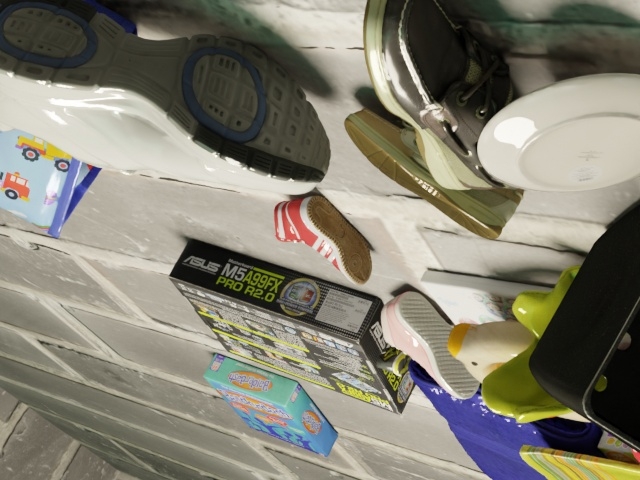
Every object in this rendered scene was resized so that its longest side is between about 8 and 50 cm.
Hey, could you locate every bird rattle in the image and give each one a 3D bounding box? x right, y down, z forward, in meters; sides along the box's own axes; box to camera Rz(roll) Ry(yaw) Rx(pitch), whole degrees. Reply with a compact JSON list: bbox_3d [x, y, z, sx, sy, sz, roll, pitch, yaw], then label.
[{"bbox_3d":[0.235,0.120,1.018,0.254,0.143,0.207,27,164,-39],"label":"bird rattle"}]

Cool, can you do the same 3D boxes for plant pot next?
[{"bbox_3d":[0.265,0.079,0.812,0.188,0.187,0.167,33,171,-12],"label":"plant pot"}]

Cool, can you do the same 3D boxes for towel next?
[{"bbox_3d":[0.318,0.241,1.091,0.237,0.021,0.102,3,156,41],"label":"towel"},{"bbox_3d":[0.250,0.228,1.302,0.228,0.076,0.308,20,158,35],"label":"towel"}]

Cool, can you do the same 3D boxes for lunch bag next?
[{"bbox_3d":[-0.288,-0.168,1.012,0.221,0.138,0.293,27,145,-3],"label":"lunch bag"}]

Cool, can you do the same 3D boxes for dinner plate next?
[{"bbox_3d":[0.173,-0.061,0.721,0.141,0.017,0.141,-2,154,-1],"label":"dinner plate"}]

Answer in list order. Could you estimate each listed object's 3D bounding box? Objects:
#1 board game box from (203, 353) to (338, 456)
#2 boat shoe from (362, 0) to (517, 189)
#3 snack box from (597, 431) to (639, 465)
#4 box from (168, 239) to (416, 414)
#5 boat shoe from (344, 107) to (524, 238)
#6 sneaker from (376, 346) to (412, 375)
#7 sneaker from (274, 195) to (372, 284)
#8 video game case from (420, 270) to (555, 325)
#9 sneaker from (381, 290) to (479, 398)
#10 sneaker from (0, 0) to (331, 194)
[{"bbox_3d":[-0.078,0.270,1.806,0.160,0.047,0.210,15,154,30],"label":"board game box"},{"bbox_3d":[0.094,-0.100,0.741,0.074,0.080,0.223,10,158,27],"label":"boat shoe"},{"bbox_3d":[0.412,0.245,1.137,0.175,0.070,0.207,1,144,49],"label":"snack box"},{"bbox_3d":[-0.030,0.108,1.372,0.270,0.060,0.216,17,156,27],"label":"box"},{"bbox_3d":[0.089,-0.061,0.883,0.153,0.048,0.056,35,171,1],"label":"boat shoe"},{"bbox_3d":[0.090,0.130,1.276,0.035,0.031,0.083,12,-168,20],"label":"sneaker"},{"bbox_3d":[0.000,0.000,1.115,0.067,0.042,0.118,-1,137,44],"label":"sneaker"},{"bbox_3d":[0.194,0.083,1.101,0.157,0.019,0.143,8,151,42],"label":"video game case"},{"bbox_3d":[0.115,0.113,1.199,0.134,0.051,0.070,52,156,-7],"label":"sneaker"},{"bbox_3d":[-0.135,-0.104,0.903,0.297,0.111,0.129,21,148,-3],"label":"sneaker"}]
